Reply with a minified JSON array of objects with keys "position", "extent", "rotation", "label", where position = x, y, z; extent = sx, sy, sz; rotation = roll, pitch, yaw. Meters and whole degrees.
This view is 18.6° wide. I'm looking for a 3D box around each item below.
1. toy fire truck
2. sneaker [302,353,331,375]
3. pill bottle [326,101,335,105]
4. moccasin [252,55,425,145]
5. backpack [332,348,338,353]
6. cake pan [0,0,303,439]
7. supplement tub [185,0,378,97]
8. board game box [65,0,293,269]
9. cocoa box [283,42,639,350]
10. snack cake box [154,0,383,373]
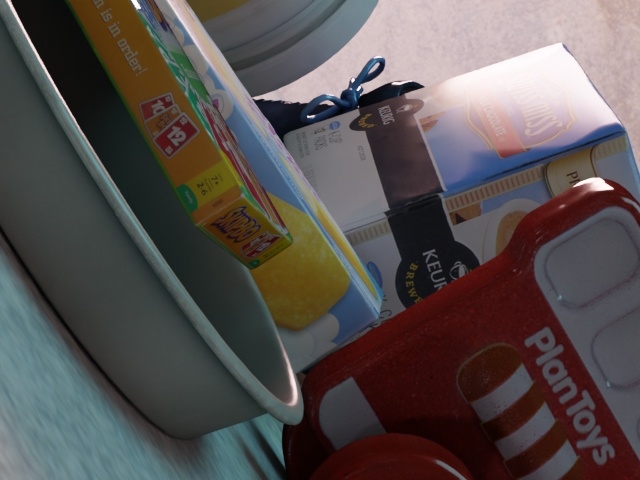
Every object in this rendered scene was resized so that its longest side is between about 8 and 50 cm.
[{"position":[0.132,0.149,1.077],"extent":[0.302,0.254,0.169],"rotation":[58,4,-14],"label":"toy fire truck"},{"position":[-0.033,0.032,1.435],"extent":[0.073,0.063,0.162],"rotation":[72,-1,-62],"label":"sneaker"},{"position":[0.052,-0.002,1.999],"extent":[0.265,0.153,0.153],"rotation":[59,4,13],"label":"pill bottle"},{"position":[0.065,-0.082,1.561],"extent":[0.138,0.342,0.117],"rotation":[-67,162,-51],"label":"moccasin"},{"position":[0.050,0.023,1.651],"extent":[0.144,0.165,0.188],"rotation":[67,7,-48],"label":"backpack"},{"position":[-0.105,-0.029,0.914],"extent":[0.293,0.054,0.293],"rotation":[59,4,-6],"label":"cake pan"},{"position":[-0.110,-0.296,1.531],"extent":[0.331,0.241,0.241],"rotation":[55,5,-37],"label":"supplement tub"},{"position":[-0.099,-0.110,0.980],"extent":[0.259,0.039,0.124],"rotation":[57,3,14],"label":"board game box"},{"position":[0.138,0.073,1.397],"extent":[0.231,0.228,0.347],"rotation":[-100,171,-69],"label":"cocoa box"},{"position":[-0.070,-0.046,1.162],"extent":[0.264,0.089,0.152],"rotation":[56,5,-2],"label":"snack cake box"}]
